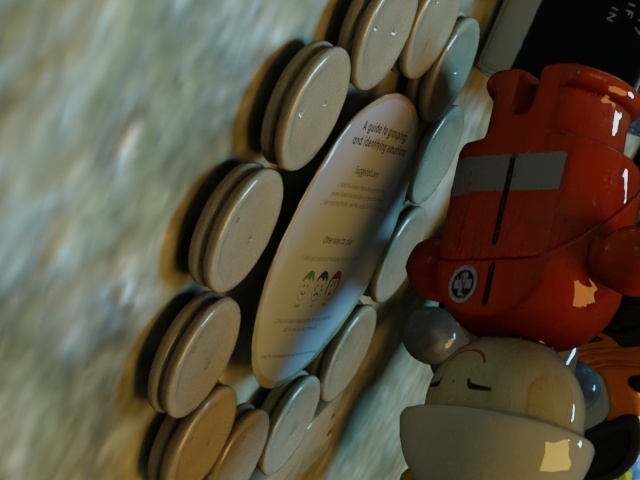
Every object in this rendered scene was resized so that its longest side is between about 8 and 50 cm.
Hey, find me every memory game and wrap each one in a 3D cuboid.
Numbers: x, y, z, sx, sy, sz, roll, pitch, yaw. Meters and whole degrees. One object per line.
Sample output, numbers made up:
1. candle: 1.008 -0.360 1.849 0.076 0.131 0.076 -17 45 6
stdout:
1. memory game: 0.000 0.000 0.562 0.186 0.012 0.186 -52 158 -31

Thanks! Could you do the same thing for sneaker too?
1. sneaker: 0.157 0.006 0.833 0.262 0.099 0.121 -48 -164 54

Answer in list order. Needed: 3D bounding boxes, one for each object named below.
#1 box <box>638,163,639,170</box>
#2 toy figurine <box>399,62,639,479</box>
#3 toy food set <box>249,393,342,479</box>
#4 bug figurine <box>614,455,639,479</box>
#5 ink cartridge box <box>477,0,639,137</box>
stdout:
1. box: 0.258 -0.081 1.037 0.156 0.093 0.158 -65 163 3
2. toy figurine: 0.129 0.050 0.631 0.209 0.213 0.148 94 9 -76
3. toy food set: -0.027 0.160 0.659 0.132 0.039 0.192 -40 150 -51
4. bug figurine: 0.273 0.057 1.153 0.279 0.072 0.216 -33 -171 16
5. ink cartridge box: 0.165 -0.121 0.776 0.165 0.065 0.333 -68 162 9
